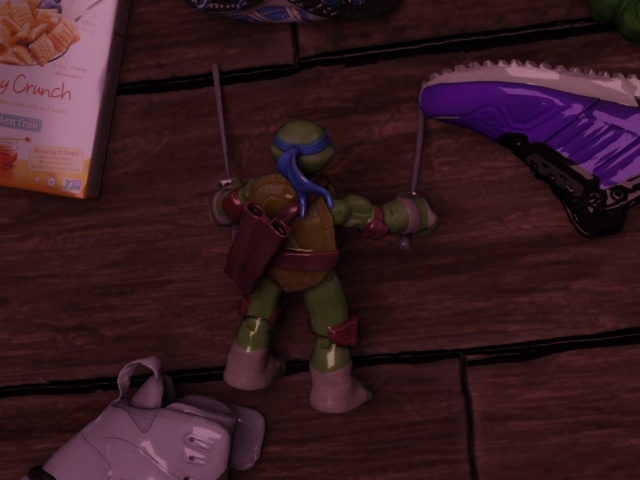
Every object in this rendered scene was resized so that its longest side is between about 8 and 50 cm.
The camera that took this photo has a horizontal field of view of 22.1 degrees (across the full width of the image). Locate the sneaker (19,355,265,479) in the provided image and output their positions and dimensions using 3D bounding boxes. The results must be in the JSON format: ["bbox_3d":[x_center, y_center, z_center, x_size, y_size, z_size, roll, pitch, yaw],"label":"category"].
[{"bbox_3d":[-0.097,0.276,1.493,0.366,0.137,0.210,39,100,12],"label":"sneaker"}]

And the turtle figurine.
[{"bbox_3d":[0.000,0.000,1.493,0.198,0.274,0.266,1,111,-10],"label":"turtle figurine"}]

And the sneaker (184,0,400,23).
[{"bbox_3d":[-0.028,-0.240,1.514,0.211,0.081,0.080,3,89,-6],"label":"sneaker"}]

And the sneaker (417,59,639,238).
[{"bbox_3d":[0.224,-0.077,1.445,0.293,0.102,0.146,8,92,12],"label":"sneaker"}]

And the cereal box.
[{"bbox_3d":[-0.280,-0.169,1.577,0.173,0.047,0.240,9,92,11],"label":"cereal box"}]

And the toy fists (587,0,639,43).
[{"bbox_3d":[0.354,-0.220,1.422,0.279,0.096,0.142,20,95,10],"label":"toy fists"}]
